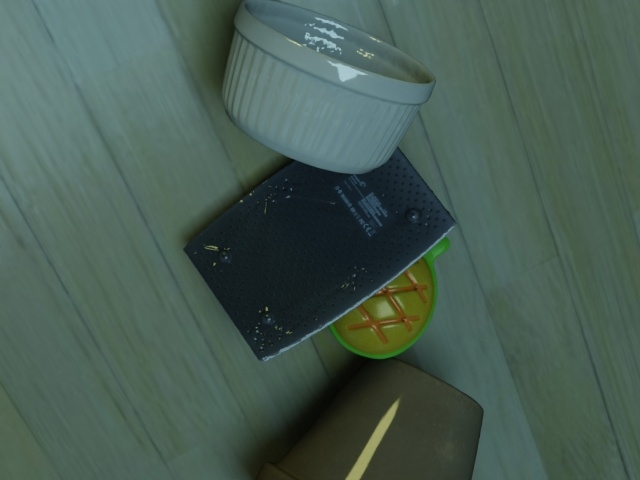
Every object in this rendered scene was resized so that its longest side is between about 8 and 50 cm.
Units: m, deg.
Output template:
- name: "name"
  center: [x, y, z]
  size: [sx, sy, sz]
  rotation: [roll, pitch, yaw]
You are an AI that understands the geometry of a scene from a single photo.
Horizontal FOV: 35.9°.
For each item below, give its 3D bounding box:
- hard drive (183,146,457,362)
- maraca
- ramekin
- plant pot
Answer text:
- name: "hard drive"
  center: [0.000, 0.000, 1.073]
  size: [0.255, 0.054, 0.172]
  rotation: [-35, 76, -3]
- name: "maraca"
  center: [0.077, 0.045, 1.136]
  size: [0.127, 0.099, 0.185]
  rotation: [23, 81, -4]
- name: "ramekin"
  center: [-0.001, -0.151, 0.986]
  size: [0.207, 0.207, 0.109]
  rotation: [15, 113, -22]
- name: "plant pot"
  center: [0.079, 0.265, 1.151]
  size: [0.263, 0.263, 0.229]
  rotation: [33, 79, -25]
